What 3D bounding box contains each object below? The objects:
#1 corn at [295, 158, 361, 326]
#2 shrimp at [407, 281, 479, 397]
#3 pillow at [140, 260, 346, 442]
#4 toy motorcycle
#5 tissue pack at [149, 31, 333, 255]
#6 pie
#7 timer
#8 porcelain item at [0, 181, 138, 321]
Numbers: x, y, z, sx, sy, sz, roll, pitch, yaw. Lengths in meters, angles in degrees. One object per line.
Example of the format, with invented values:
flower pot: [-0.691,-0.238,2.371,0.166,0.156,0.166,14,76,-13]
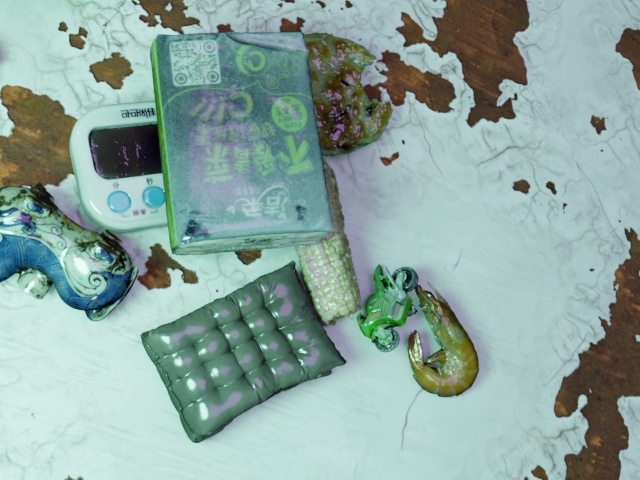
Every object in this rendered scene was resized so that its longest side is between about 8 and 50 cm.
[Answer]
corn: [-0.002,0.001,1.587,0.127,0.127,0.335,-9,81,-24]
shrimp: [0.241,0.207,1.662,0.150,0.068,0.248,-20,89,-20]
pillow: [-0.138,0.205,1.488,0.326,0.101,0.228,-25,83,-28]
toy motorcycle: [0.131,0.136,1.621,0.074,0.106,0.190,52,51,-49]
tissue pack: [-0.148,-0.180,1.465,0.288,0.124,0.394,-6,78,-16]
pie: [0.008,-0.313,1.706,0.303,0.067,0.302,6,75,-22]
timer: [-0.327,-0.139,1.507,0.262,0.087,0.237,-10,80,-25]
porcelain item: [-0.465,0.033,1.373,0.288,0.138,0.186,35,95,-18]
